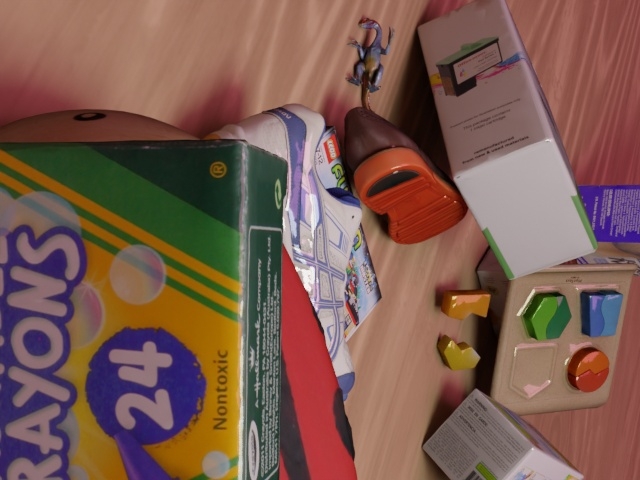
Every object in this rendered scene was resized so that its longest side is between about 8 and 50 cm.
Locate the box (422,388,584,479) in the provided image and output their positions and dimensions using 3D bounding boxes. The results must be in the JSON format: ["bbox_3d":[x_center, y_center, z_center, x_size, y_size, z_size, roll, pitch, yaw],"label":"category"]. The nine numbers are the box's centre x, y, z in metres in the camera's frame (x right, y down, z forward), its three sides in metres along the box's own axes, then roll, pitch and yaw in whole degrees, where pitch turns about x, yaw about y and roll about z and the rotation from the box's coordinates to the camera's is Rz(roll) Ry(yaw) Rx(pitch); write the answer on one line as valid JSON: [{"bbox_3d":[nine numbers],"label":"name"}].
[{"bbox_3d":[0.240,0.287,1.266,0.103,0.114,0.203,-49,141,5],"label":"box"}]

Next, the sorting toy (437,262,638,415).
[{"bbox_3d":[0.290,0.140,1.310,0.307,0.041,0.229,0,109,-27],"label":"sorting toy"}]

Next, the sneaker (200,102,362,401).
[{"bbox_3d":[-0.005,0.019,0.887,0.131,0.112,0.296,-31,122,-19],"label":"sneaker"}]

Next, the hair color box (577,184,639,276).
[{"bbox_3d":[0.557,-0.012,1.570,0.185,0.339,0.110,33,63,-52],"label":"hair color box"}]

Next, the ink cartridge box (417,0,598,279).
[{"bbox_3d":[0.219,-0.128,1.168,0.201,0.117,0.278,53,23,-43],"label":"ink cartridge box"}]

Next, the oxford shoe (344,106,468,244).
[{"bbox_3d":[0.096,-0.070,1.095,0.098,0.097,0.271,67,9,23],"label":"oxford shoe"}]

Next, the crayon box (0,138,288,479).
[{"bbox_3d":[-0.182,0.058,0.459,0.083,0.323,0.203,2,88,-79],"label":"crayon box"}]

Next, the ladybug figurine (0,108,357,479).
[{"bbox_3d":[-0.093,0.106,0.625,0.305,0.162,0.449,7,61,-58],"label":"ladybug figurine"}]

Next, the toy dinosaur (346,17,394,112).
[{"bbox_3d":[0.052,-0.204,1.094,0.090,0.047,0.082,102,2,-55],"label":"toy dinosaur"}]

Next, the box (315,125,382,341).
[{"bbox_3d":[0.000,0.000,0.998,0.114,0.036,0.207,-46,127,-46],"label":"box"}]

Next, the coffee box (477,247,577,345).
[{"bbox_3d":[0.321,0.105,1.430,0.141,0.098,0.246,-50,130,-43],"label":"coffee box"}]
